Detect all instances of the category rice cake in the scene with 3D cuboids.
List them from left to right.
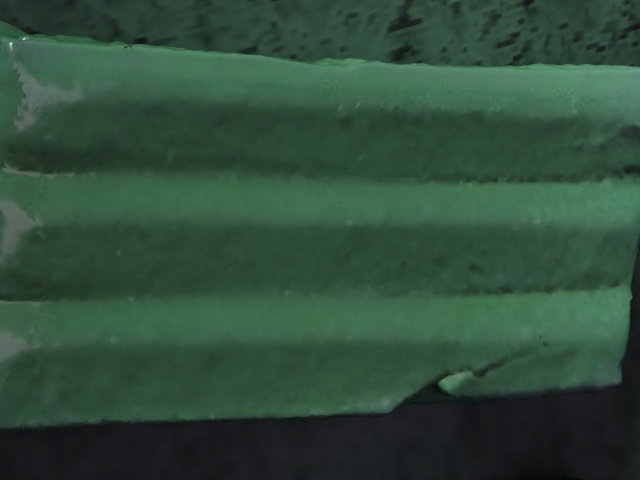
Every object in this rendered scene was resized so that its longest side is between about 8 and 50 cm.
[{"bbox_3d":[0.000,0.000,0.447,0.237,0.043,0.127,2,97,-24],"label":"rice cake"}]

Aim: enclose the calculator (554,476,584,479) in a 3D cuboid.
[{"bbox_3d":[0.100,0.250,0.528,0.274,0.058,0.248,43,81,-25],"label":"calculator"}]
